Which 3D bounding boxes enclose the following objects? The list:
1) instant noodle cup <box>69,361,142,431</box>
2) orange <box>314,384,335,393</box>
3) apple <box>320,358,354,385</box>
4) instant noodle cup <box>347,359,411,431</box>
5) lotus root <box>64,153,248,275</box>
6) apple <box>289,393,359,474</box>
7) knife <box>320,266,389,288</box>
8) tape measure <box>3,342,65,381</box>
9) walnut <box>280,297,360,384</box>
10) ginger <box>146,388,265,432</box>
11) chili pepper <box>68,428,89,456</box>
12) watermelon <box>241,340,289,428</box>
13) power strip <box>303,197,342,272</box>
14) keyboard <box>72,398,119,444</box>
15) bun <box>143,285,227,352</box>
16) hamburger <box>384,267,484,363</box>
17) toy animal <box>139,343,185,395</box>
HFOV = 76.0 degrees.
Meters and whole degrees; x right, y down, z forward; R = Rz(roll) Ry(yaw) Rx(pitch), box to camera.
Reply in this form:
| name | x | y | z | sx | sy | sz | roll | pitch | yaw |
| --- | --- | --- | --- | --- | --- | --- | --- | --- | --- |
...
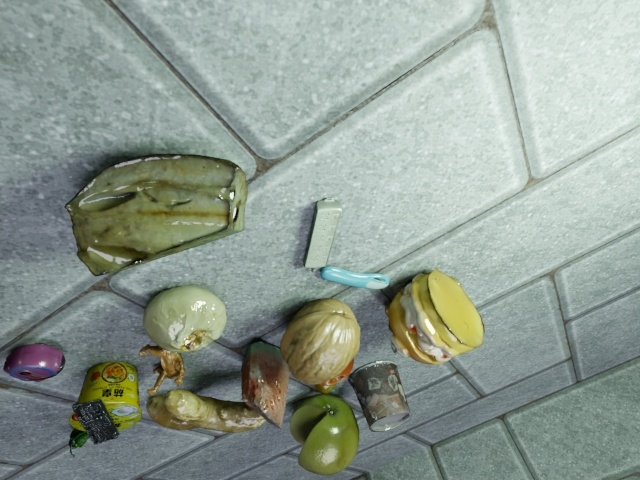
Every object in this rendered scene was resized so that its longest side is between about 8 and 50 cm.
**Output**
| name | x | y | z | sx | sy | sz | roll | pitch | yaw |
| --- | --- | --- | --- | --- | --- | --- | --- | --- | --- |
| instant noodle cup | -0.610 | 0.446 | 1.188 | 0.182 | 0.144 | 0.182 | -9 | 136 | -9 |
| orange | 0.019 | 0.525 | 1.535 | 0.085 | 0.085 | 0.095 | 12 | 132 | -29 |
| apple | 0.034 | 0.409 | 1.375 | 0.163 | 0.139 | 0.164 | -9 | 135 | -10 |
| instant noodle cup | 0.240 | 0.617 | 1.617 | 0.217 | 0.207 | 0.218 | -11 | 138 | -10 |
| lotus root | -0.294 | -0.056 | 0.789 | 0.313 | 0.142 | 0.210 | -7 | 100 | -6 |
| apple | 0.015 | 0.763 | 1.632 | 0.291 | 0.292 | 0.254 | 4 | 116 | -23 |
| knife | 0.098 | 0.104 | 1.158 | 0.221 | 0.031 | 0.064 | 13 | 133 | -25 |
| tape measure | -0.740 | 0.317 | 1.060 | 0.125 | 0.074 | 0.118 | -22 | 144 | 11 |
| walnut | -0.005 | 0.288 | 1.175 | 0.224 | 0.225 | 0.261 | 20 | 121 | -35 |
| ginger | -0.371 | 0.568 | 1.332 | 0.348 | 0.122 | 0.363 | 25 | 137 | -22 |
| chili pepper | -0.774 | 0.644 | 1.397 | 0.278 | 0.065 | 0.122 | -29 | 133 | 5 |
| watermelon | -0.175 | 0.458 | 1.270 | 0.139 | 0.257 | 0.193 | -37 | 128 | 19 |
| power strip | 0.000 | 0.000 | 1.016 | 0.060 | 0.027 | 0.253 | -3 | 135 | -17 |
| keyboard | -0.610 | 0.499 | 1.120 | 0.072 | 0.023 | 0.231 | -6 | 135 | -17 |
| bun | -0.343 | 0.220 | 1.055 | 0.222 | 0.128 | 0.223 | -9 | 134 | -9 |
| hamburger | 0.318 | 0.241 | 1.224 | 0.276 | 0.277 | 0.236 | 23 | 134 | -36 |
| toy animal | -0.440 | 0.326 | 1.172 | 0.114 | 0.116 | 0.255 | 0 | 122 | -11 |
